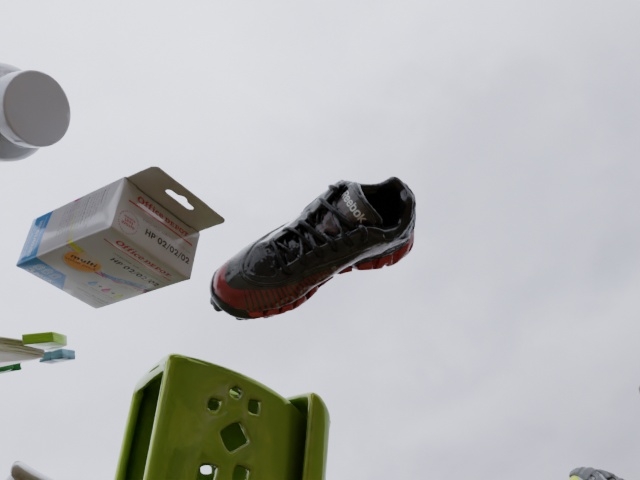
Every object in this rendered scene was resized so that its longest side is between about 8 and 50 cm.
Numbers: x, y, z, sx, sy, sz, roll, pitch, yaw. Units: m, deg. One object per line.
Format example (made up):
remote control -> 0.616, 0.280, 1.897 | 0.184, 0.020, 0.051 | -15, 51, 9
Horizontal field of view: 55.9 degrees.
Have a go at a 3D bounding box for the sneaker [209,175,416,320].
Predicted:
sneaker -> 0.000, 0.000, 0.694 | 0.276, 0.097, 0.135 | -22, -27, -22

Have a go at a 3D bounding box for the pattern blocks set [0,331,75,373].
pattern blocks set -> -0.553, 0.180, 0.966 | 0.285, 0.026, 0.325 | -9, -18, -5

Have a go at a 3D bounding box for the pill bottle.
pill bottle -> -0.376, -0.140, 0.672 | 0.108, 0.193, 0.108 | -6, -83, -61

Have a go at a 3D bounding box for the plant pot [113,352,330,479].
plant pot -> -0.117, 0.273, 0.693 | 0.207, 0.227, 0.228 | 15, -26, -22

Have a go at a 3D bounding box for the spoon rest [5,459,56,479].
spoon rest -> -0.358, 0.341, 0.585 | 0.137, 0.084, 0.276 | 39, -105, -14

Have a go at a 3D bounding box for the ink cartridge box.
ink cartridge box -> -0.197, 0.003, 0.601 | 0.181, 0.061, 0.104 | -18, -40, 29

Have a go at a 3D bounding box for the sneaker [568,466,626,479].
sneaker -> 0.355, 0.357, 0.683 | 0.081, 0.208, 0.094 | 0, -49, -50

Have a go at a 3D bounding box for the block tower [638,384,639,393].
block tower -> 0.183, 0.190, 0.168 | 0.097, 0.335, 0.091 | -16, -46, 23
